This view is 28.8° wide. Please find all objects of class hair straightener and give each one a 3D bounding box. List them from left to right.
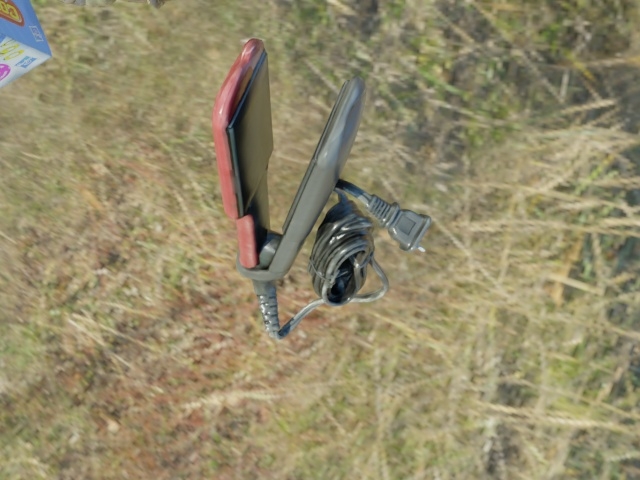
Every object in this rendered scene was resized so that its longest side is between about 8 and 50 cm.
[{"bbox_3d":[0.000,0.000,0.542,0.089,0.230,0.047,20,64,6],"label":"hair straightener"}]

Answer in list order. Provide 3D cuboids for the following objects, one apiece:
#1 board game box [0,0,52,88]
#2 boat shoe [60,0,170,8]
[{"bbox_3d":[-0.426,-0.141,1.006,0.308,0.302,0.086,-29,79,13],"label":"board game box"},{"bbox_3d":[-0.044,-0.264,0.691,0.130,0.132,0.355,13,65,4],"label":"boat shoe"}]
